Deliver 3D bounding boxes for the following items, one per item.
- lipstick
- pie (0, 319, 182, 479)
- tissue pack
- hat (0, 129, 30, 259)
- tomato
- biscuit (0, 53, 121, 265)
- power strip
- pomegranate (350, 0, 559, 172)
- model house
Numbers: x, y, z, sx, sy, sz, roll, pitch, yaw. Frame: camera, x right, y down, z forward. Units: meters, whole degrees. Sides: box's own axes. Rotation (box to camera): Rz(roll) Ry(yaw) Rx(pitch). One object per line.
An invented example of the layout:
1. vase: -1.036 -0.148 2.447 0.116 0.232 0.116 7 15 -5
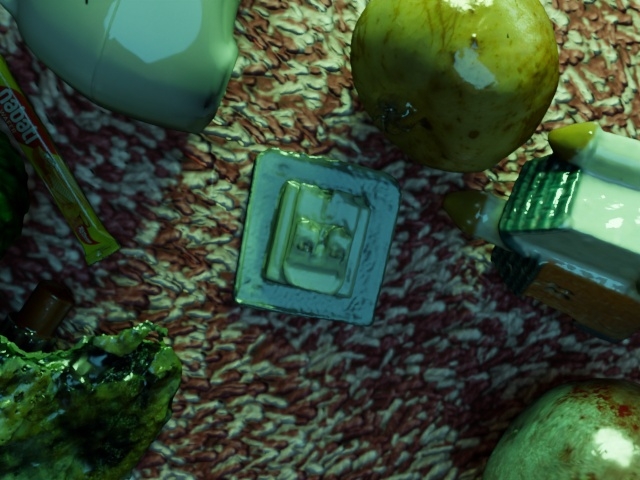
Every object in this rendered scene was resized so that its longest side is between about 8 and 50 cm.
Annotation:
1. lipstick: -0.391 0.178 0.785 0.081 0.081 0.300 35 90 -11
2. pie: -0.336 0.211 0.739 0.371 0.078 0.296 6 113 -42
3. tissue pack: -0.172 -0.296 0.699 0.236 0.229 0.333 22 91 -12
4. hat: -0.486 0.006 0.694 0.242 0.274 0.332 46 115 0
5. tomato: 0.351 0.324 0.809 0.282 0.317 0.317 39 88 13
6. biscuit: -0.334 -0.105 0.795 0.048 0.026 0.292 -27 100 14
7. power strip: 0.000 0.000 0.842 0.198 0.064 0.213 9 95 -8
8. pomegranate: 0.150 -0.197 0.767 0.248 0.248 0.248 -1 96 -10
9. model house: 0.309 -0.032 0.825 0.301 0.271 0.190 21 69 10
